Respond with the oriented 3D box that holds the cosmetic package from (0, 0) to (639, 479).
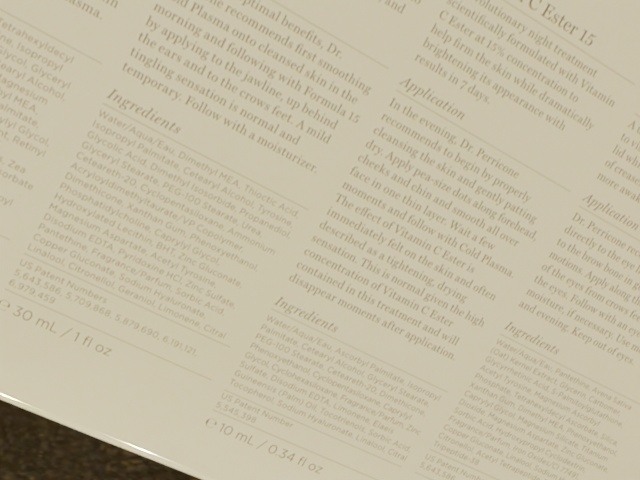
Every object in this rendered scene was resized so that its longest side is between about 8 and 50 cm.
[{"bbox_3d":[0.008,-0.056,0.379,0.377,0.097,0.284,27,101,-20],"label":"cosmetic package"}]
